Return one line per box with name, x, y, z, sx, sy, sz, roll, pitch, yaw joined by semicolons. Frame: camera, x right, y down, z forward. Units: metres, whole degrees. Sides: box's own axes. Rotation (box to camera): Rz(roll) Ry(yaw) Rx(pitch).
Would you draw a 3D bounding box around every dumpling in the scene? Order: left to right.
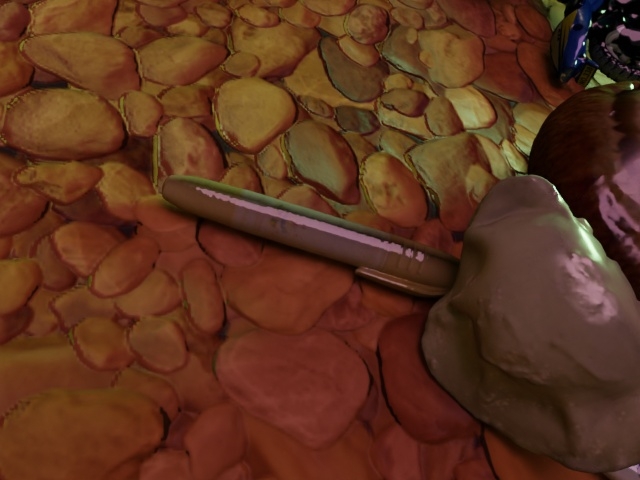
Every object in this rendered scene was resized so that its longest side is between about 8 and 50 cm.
dumpling;0.129;0.054;0.361;0.169;0.134;0.100;58;28;0

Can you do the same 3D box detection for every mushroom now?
mushroom;0.284;-0.029;0.427;0.268;0.254;0.267;-6;43;6

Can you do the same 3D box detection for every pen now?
pen;0.000;0.000;0.406;0.234;0.032;0.040;16;77;-6

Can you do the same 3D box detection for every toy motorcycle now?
toy motorcycle;0.334;-0.305;0.681;0.169;0.113;0.315;12;62;2

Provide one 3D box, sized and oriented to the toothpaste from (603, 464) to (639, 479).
toothpaste;0.217;0.158;0.372;0.190;0.031;0.048;40;57;13
